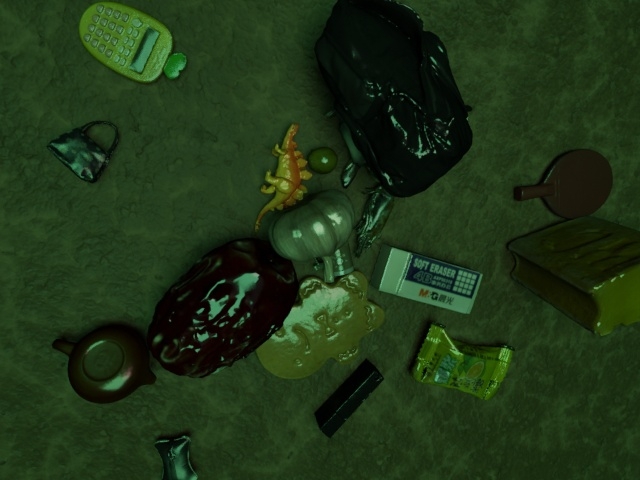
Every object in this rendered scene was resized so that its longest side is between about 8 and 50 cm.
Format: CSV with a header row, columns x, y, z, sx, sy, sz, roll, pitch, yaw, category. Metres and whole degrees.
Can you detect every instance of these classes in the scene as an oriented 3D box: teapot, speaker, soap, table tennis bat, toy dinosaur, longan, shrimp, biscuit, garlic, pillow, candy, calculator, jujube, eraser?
x,y,z,sx,sy,sz,roll,pitch,yaw,category
-0.517,0.292,1.069,0.252,0.135,0.178,18,61,4,teapot
0.077,0.431,1.227,0.044,0.082,0.218,43,90,-15,speaker
0.709,0.072,1.157,0.294,0.335,0.156,-20,111,-4,soap
0.700,-0.154,1.273,0.310,0.038,0.200,-9,101,-10,table tennis bat
-0.082,-0.144,1.104,0.117,0.070,0.288,13,102,-14,toy dinosaur
0.003,-0.204,1.111,0.075,0.083,0.075,-25,148,-18,longan
0.115,-0.106,1.159,0.169,0.058,0.295,25,91,-7,shrimp
-0.006,0.230,1.192,0.355,0.052,0.275,-27,104,-7,biscuit
0.000,0.000,1.045,0.219,0.218,0.212,-26,106,-6,garlic
-0.380,0.579,1.177,0.091,0.055,0.135,-14,105,-28,pillow
0.411,0.353,1.281,0.297,0.081,0.187,18,98,-14,candy
-0.416,-0.437,1.000,0.235,0.032,0.146,26,94,-13,calculator
-0.219,0.156,1.035,0.258,0.258,0.376,44,85,-15,jujube
0.287,0.105,1.213,0.279,0.081,0.124,15,96,-14,eraser

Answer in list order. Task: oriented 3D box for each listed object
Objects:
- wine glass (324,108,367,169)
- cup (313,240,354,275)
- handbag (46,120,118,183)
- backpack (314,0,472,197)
x,y,z,sx,sy,sz,roll,pitch,yaw,category
0.080,-0.258,1.100,0.072,0.072,0.155,-32,93,-5,wine glass
0.032,0.034,1.164,0.074,0.102,0.099,-23,105,-47,cup
-0.515,-0.211,1.009,0.115,0.072,0.139,45,76,-13,handbag
0.168,-0.339,0.997,0.255,0.363,0.445,-33,96,33,backpack
